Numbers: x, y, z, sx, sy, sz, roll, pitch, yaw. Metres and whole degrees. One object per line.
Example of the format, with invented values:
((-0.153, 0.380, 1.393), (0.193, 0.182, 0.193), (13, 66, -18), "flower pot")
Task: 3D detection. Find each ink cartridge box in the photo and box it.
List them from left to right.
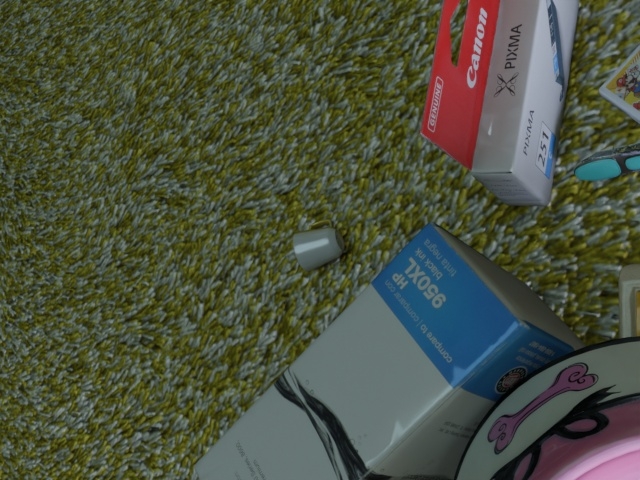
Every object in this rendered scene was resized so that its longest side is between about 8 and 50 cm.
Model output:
((0.096, 0.205, 0.902), (0.395, 0.285, 0.166), (-47, 53, 12), "ink cartridge box")
((0.231, -0.219, 0.963), (0.066, 0.261, 0.296), (4, 78, 36), "ink cartridge box")

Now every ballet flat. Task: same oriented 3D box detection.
((0.374, -0.101, 0.973), (0.114, 0.041, 0.041), (-9, 70, 31), "ballet flat")

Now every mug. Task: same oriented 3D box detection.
((-0.001, 0.001, 1.177), (0.064, 0.062, 0.078), (-18, 72, 20), "mug")

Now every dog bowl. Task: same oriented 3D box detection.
((0.316, 0.298, 0.693), (0.408, 0.150, 0.408), (1, 96, 10), "dog bowl")

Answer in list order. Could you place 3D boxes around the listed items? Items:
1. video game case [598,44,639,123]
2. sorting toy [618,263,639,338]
((0.488, -0.209, 0.934), (0.227, 0.026, 0.206), (-49, 55, 12), "video game case")
((0.426, 0.121, 0.861), (0.193, 0.038, 0.208), (-4, 73, 33), "sorting toy")
